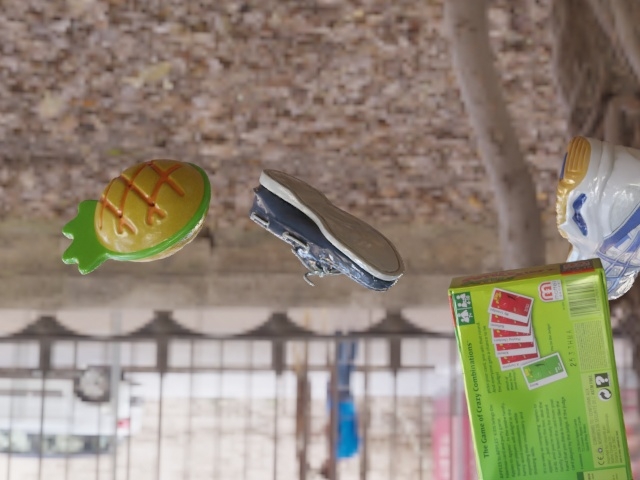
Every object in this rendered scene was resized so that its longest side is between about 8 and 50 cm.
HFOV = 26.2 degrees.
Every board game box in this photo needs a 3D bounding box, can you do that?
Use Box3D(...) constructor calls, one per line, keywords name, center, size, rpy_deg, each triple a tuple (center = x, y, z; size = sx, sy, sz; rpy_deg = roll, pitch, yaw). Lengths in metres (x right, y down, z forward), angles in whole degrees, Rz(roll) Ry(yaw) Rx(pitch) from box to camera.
Box3D(name="board game box", center=(0.137, 0.108, 0.835), size=(0.092, 0.181, 0.043), rpy_deg=(-8, -173, 10))

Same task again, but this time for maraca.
Box3D(name="maraca", center=(-0.204, -0.026, 1.522), size=(0.186, 0.127, 0.099), rpy_deg=(-21, 134, 13))

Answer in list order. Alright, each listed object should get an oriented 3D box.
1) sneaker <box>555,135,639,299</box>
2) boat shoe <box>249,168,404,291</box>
Box3D(name="sneaker", center=(0.315, -0.003, 1.378), size=(0.131, 0.112, 0.296), rpy_deg=(9, 164, 18))
Box3D(name="boat shoe", center=(0.000, 0.000, 1.696), size=(0.254, 0.079, 0.095), rpy_deg=(36, -158, 33))
